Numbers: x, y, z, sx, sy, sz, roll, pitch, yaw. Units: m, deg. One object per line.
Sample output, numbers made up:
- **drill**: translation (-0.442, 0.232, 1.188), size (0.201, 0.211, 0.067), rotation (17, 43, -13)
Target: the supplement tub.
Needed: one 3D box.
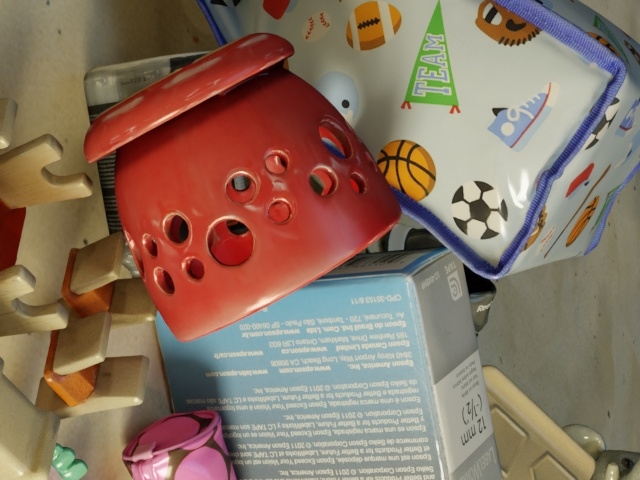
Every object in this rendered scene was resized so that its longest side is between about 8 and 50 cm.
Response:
- **supplement tub**: translation (-0.120, -0.052, 1.290), size (0.117, 0.117, 0.190), rotation (-19, 102, -61)

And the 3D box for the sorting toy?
- **sorting toy**: translation (0.180, 0.255, 1.751), size (0.307, 0.041, 0.229), rotation (43, 47, -23)

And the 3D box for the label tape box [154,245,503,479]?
- **label tape box**: translation (0.018, 0.190, 1.358), size (0.115, 0.249, 0.348), rotation (-32, 113, -59)

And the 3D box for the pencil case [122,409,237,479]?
- **pencil case**: translation (-0.104, 0.248, 1.297), size (0.098, 0.095, 0.209), rotation (-21, 101, -45)

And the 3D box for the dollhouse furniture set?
- **dollhouse furniture set**: translation (-0.241, 0.048, 1.078), size (0.262, 0.135, 0.259), rotation (55, 28, -42)

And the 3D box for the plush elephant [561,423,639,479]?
- **plush elephant**: translation (0.378, 0.362, 1.989), size (0.330, 0.271, 0.255), rotation (102, 7, -71)

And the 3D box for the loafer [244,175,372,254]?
- **loafer**: translation (0.000, 0.000, 1.528), size (0.268, 0.092, 0.102), rotation (54, 40, -43)

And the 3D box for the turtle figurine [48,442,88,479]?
- **turtle figurine**: translation (-0.201, 0.261, 1.076), size (0.234, 0.118, 0.175), rotation (-83, -176, -49)

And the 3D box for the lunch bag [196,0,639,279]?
- **lunch bag**: translation (0.091, -0.164, 1.373), size (0.239, 0.385, 0.328), rotation (-60, 162, 12)

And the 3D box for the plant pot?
- **plant pot**: translation (-0.060, -0.046, 1.151), size (0.174, 0.191, 0.191), rotation (63, 31, -5)

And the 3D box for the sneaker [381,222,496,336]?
- **sneaker**: translation (0.151, 0.084, 1.778), size (0.078, 0.106, 0.234), rotation (-53, 130, -51)
